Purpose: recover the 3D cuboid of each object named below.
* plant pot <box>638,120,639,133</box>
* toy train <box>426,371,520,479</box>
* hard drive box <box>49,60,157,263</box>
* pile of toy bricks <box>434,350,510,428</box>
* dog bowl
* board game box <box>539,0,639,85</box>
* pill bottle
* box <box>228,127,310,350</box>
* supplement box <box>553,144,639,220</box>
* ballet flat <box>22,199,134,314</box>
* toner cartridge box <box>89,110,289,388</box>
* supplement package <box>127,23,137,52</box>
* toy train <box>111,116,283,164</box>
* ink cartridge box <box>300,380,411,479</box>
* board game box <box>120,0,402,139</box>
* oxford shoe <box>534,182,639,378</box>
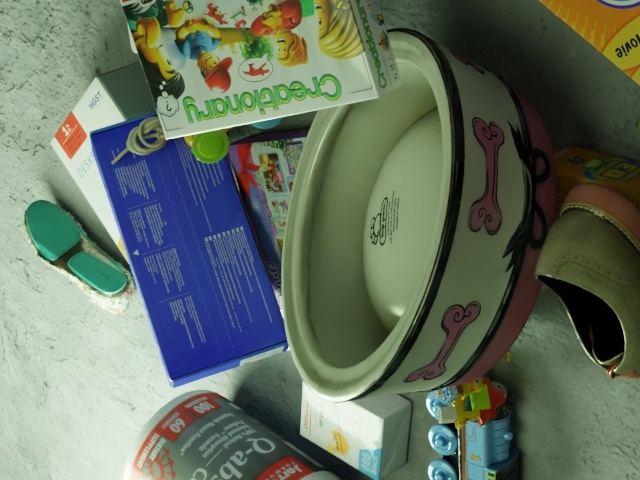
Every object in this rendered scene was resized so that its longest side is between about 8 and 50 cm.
[{"bbox_3d":[0.421,-0.094,1.425,0.187,0.212,0.212,-23,92,61],"label":"plant pot"},{"bbox_3d":[0.191,0.242,1.918,0.105,0.080,0.184,12,116,32],"label":"toy train"},{"bbox_3d":[-0.257,-0.103,2.192,0.232,0.089,0.181,55,137,10],"label":"hard drive box"},{"bbox_3d":[0.184,0.104,1.835,0.118,0.105,0.212,104,160,-66],"label":"pile of toy bricks"},{"bbox_3d":[0.105,-0.017,1.694,0.408,0.150,0.408,-170,90,-66],"label":"dog bowl"},{"bbox_3d":[0.300,-0.401,1.207,0.356,0.356,0.356,40,136,2],"label":"board game box"},{"bbox_3d":[-0.086,0.378,2.167,0.363,0.210,0.210,30,129,32],"label":"pill bottle"},{"bbox_3d":[0.000,0.000,2.003,0.201,0.057,0.293,-2,108,46],"label":"box"},{"bbox_3d":[0.332,-0.035,1.630,0.233,0.078,0.080,15,120,40],"label":"supplement box"},{"bbox_3d":[-0.374,0.034,2.392,0.241,0.091,0.077,43,157,27],"label":"ballet flat"},{"bbox_3d":[-0.172,0.003,2.033,0.075,0.165,0.348,114,138,-75],"label":"toner cartridge box"},{"bbox_3d":[-0.097,-0.308,1.838,0.194,0.203,0.149,14,119,42],"label":"supplement package"},{"bbox_3d":[-0.152,-0.137,1.938,0.105,0.248,0.143,50,-173,-29],"label":"toy train"},{"bbox_3d":[0.032,0.231,2.083,0.181,0.061,0.104,26,126,35],"label":"ink cartridge box"},{"bbox_3d":[-0.073,-0.226,1.670,0.305,0.053,0.193,-8,106,38],"label":"board game box"},{"bbox_3d":[0.331,0.104,1.591,0.348,0.130,0.123,47,155,-20],"label":"oxford shoe"}]
